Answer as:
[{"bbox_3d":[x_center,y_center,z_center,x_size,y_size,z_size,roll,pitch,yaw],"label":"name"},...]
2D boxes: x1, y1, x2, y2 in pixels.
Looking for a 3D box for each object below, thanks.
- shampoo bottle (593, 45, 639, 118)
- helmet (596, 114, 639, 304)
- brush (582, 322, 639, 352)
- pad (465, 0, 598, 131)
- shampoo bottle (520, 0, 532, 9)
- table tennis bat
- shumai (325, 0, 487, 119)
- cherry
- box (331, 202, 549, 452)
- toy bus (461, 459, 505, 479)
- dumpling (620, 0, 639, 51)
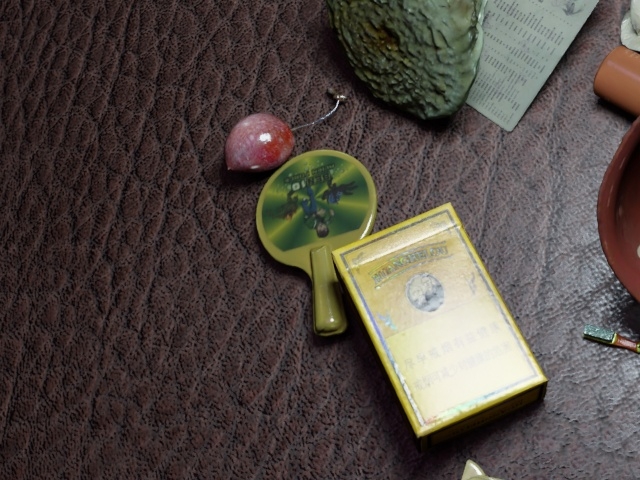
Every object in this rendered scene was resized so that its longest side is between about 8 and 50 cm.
[{"bbox_3d":[0.507,-0.189,1.455,0.244,0.085,0.085,34,84,26],"label":"shampoo bottle"},{"bbox_3d":[0.541,-0.083,1.287,0.337,0.230,0.385,19,121,16],"label":"helmet"},{"bbox_3d":[0.399,0.133,1.402,0.083,0.021,0.019,18,74,25],"label":"brush"},{"bbox_3d":[0.302,-0.315,1.569,0.159,0.009,0.265,40,107,26],"label":"pad"},{"bbox_3d":[0.412,-0.449,1.600,0.260,0.064,0.102,-31,63,7],"label":"shampoo bottle"},{"bbox_3d":[0.000,0.000,1.594,0.198,0.050,0.321,-14,61,13],"label":"table tennis bat"},{"bbox_3d":[0.182,-0.375,1.576,0.304,0.309,0.263,49,63,-2],"label":"shumai"},{"bbox_3d":[-0.064,-0.182,1.672,0.225,0.090,0.107,-36,29,-20],"label":"cherry"},{"bbox_3d":[0.161,0.116,1.440,0.192,0.084,0.302,-22,63,-6],"label":"box"},{"bbox_3d":[0.306,0.412,1.247,0.365,0.177,0.202,12,71,21],"label":"toy bus"},{"bbox_3d":[0.523,-0.335,1.498,0.176,0.092,0.150,-11,66,16],"label":"dumpling"}]
